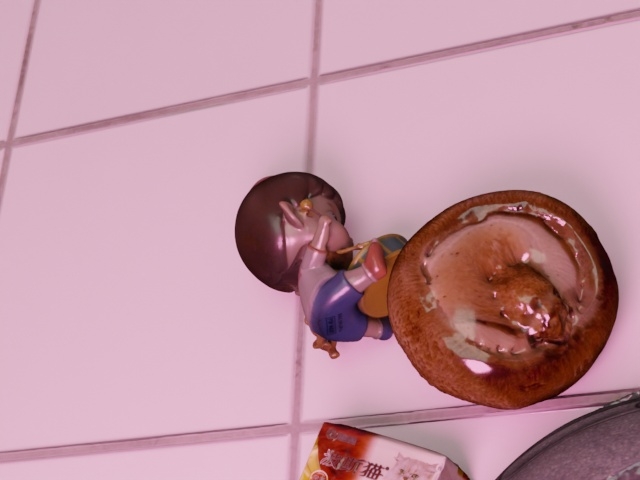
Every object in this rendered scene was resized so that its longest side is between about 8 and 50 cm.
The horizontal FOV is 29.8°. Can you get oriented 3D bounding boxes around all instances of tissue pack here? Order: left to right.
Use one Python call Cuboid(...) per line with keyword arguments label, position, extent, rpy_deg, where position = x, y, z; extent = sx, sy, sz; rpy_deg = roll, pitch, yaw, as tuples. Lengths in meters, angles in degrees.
Cuboid(label="tissue pack", position=(0.070, 0.262, 1.279), extent=(0.149, 0.106, 0.099), rpy_deg=(13, 70, 30))

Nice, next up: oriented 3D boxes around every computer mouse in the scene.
Cuboid(label="computer mouse", position=(0.253, 0.237, 1.154), extent=(0.374, 0.203, 0.114), rpy_deg=(-40, 87, 5))

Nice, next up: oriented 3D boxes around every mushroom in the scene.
Cuboid(label="mushroom", position=(0.194, 0.064, 1.294), extent=(0.253, 0.153, 0.253), rpy_deg=(-2, 58, 3))

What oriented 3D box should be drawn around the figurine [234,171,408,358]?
Cuboid(label="figurine", position=(-0.008, 0.004, 1.441), extent=(0.158, 0.161, 0.275), rpy_deg=(-29, 52, -23))
